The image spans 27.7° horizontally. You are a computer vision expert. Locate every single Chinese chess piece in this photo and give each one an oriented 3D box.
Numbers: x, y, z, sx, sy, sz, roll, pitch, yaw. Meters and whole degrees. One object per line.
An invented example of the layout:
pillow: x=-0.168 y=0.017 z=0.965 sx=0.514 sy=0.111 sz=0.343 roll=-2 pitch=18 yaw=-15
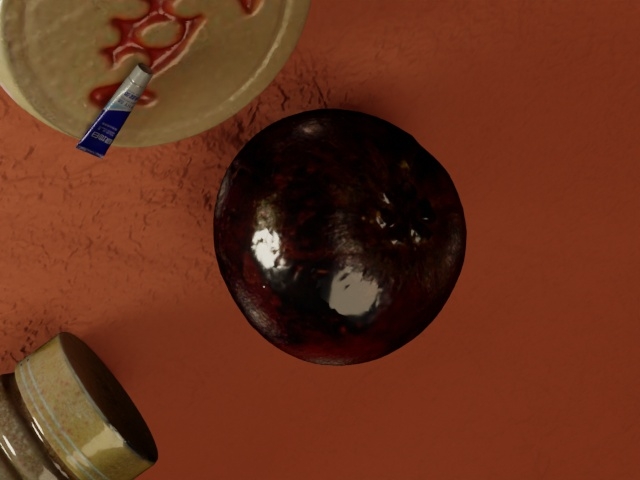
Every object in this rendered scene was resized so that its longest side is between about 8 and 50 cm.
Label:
Chinese chess piece: x=-0.133 y=-0.196 z=0.980 sx=0.273 sy=0.102 sz=0.273 roll=-18 pitch=135 yaw=-19

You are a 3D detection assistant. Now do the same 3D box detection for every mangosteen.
mangosteen: x=0.000 y=0.000 z=1.189 sx=0.235 sy=0.235 sz=0.261 roll=1 pitch=168 yaw=-33

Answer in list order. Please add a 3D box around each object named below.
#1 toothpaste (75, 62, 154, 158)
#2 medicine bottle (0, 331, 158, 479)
toothpaste: x=-0.152 y=-0.096 z=0.971 sx=0.024 sy=0.015 sz=0.083 roll=24 pitch=116 yaw=-34
medicine bottle: x=-0.324 y=0.236 z=1.198 sx=0.322 sy=0.151 sz=0.151 roll=-35 pitch=137 yaw=-1
